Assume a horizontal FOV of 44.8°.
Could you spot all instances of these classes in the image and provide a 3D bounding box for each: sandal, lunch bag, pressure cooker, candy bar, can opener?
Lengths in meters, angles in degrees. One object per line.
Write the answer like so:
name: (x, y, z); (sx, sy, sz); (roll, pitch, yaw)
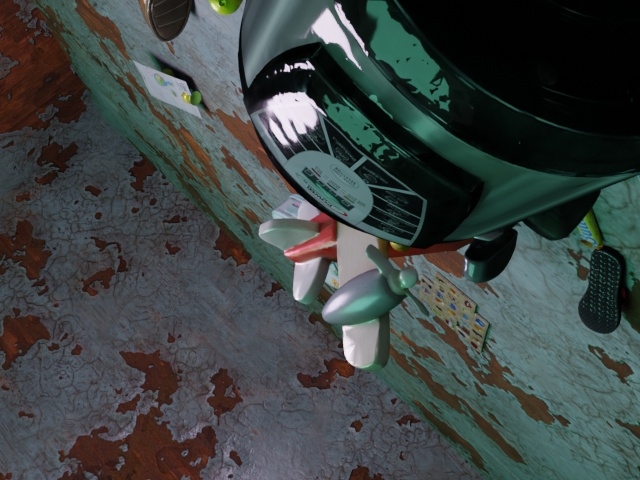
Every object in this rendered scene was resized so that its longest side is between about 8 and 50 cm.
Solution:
sandal: (0.432, 0.074, 1.167); (0.067, 0.040, 0.179); (31, 144, 34)
lunch bag: (0.000, 0.000, 2.063); (0.279, 0.108, 0.224); (31, 153, 45)
pressure cooker: (0.123, -0.183, 0.682); (0.420, 0.376, 0.369); (149, 118, -72)
candy bar: (0.358, -0.049, 1.079); (0.040, 0.018, 0.161); (27, 154, 55)
can opener: (0.239, -0.042, 0.927); (0.074, 0.280, 0.093); (25, 129, 36)

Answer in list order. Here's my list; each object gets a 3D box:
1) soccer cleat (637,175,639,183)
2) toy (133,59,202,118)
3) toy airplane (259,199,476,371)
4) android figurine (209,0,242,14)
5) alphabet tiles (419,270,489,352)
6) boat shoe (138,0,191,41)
soccer cleat: (0.395, -0.057, 0.810); (0.331, 0.116, 0.143); (62, 176, -37)
toy: (-0.425, -0.445, 2.226); (0.237, 0.056, 0.136); (31, 155, 35)
toy airplane: (0.074, -0.049, 1.168); (0.386, 0.384, 0.272); (39, 173, 37)
android figurine: (-0.079, -0.397, 0.951); (0.056, 0.248, 0.272); (24, -149, -12)
alphabet tiles: (0.306, 0.157, 1.793); (0.198, 0.009, 0.237); (42, 164, 23)
boat shoe: (-0.351, -0.562, 1.632); (0.104, 0.111, 0.307); (45, 156, 24)
